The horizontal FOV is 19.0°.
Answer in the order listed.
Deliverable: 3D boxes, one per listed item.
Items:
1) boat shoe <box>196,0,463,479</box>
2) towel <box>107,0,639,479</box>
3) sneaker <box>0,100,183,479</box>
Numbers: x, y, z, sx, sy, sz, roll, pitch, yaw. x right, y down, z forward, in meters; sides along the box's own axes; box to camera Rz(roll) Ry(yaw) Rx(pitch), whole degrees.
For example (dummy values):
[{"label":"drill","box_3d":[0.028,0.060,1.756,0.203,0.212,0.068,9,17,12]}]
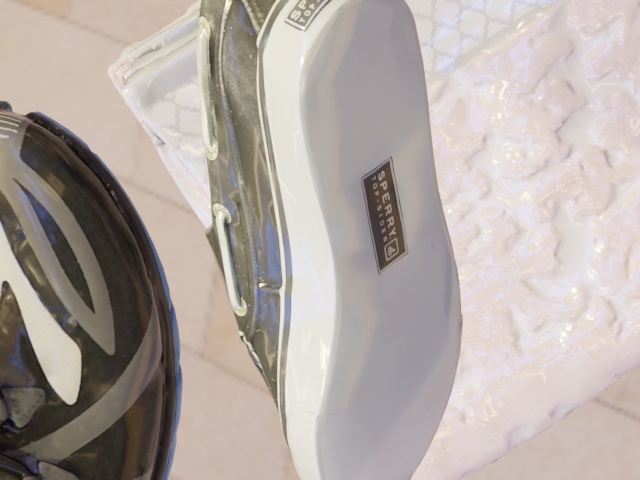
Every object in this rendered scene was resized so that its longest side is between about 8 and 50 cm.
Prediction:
[{"label":"boat shoe","box_3d":[0.000,0.000,0.680,0.070,0.078,0.219,25,132,39]},{"label":"towel","box_3d":[0.101,-0.053,1.045,0.332,0.053,0.317,-33,107,9]},{"label":"sneaker","box_3d":[-0.073,0.063,0.364,0.067,0.078,0.188,9,78,11]}]
